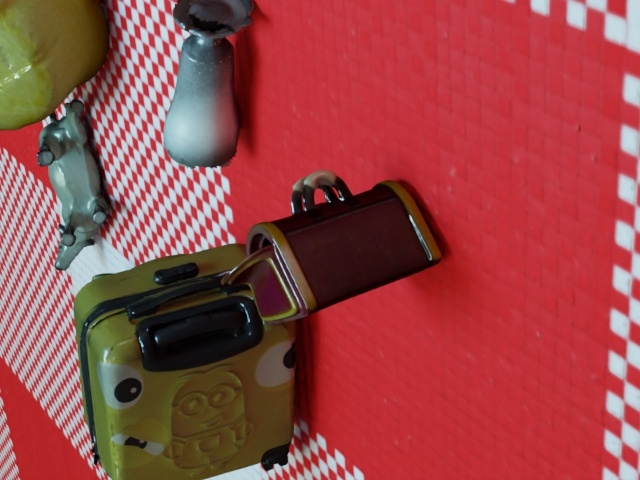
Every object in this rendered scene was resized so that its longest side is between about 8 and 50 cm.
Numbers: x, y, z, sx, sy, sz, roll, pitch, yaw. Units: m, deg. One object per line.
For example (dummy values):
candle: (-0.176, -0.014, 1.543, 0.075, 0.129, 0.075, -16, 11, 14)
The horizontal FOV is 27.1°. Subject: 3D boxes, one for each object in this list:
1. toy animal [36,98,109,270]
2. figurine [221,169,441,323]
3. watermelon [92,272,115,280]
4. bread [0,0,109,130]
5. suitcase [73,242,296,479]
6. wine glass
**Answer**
toy animal: (-0.290, -0.065, 1.550, 0.176, 0.073, 0.216, -145, 44, -70)
figurine: (-0.001, 0.000, 0.958, 0.082, 0.154, 0.098, -14, 93, 64)
watermelon: (-0.226, 0.084, 1.540, 0.105, 0.062, 0.105, 54, 154, 41)
bread: (-0.359, -0.233, 1.382, 0.270, 0.148, 0.270, 18, 143, 14)
suitcase: (-0.128, 0.119, 1.237, 0.143, 0.194, 0.234, -125, 29, -46)
wine glass: (-0.097, -0.136, 1.132, 0.072, 0.072, 0.155, 51, 149, 31)
